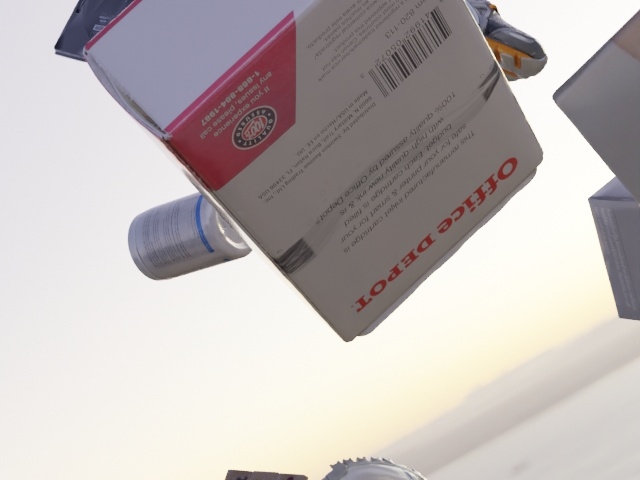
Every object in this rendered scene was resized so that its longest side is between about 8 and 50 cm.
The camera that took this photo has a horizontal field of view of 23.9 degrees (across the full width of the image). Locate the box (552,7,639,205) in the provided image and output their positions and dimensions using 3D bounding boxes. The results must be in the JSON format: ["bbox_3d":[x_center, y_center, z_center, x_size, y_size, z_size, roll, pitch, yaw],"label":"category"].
[{"bbox_3d":[0.276,-0.137,0.779,0.148,0.121,0.311,-33,-9,-41],"label":"box"}]

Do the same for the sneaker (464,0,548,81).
[{"bbox_3d":[0.109,-0.211,1.354,0.083,0.215,0.084,-61,-10,-14],"label":"sneaker"}]

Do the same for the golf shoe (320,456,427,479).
[{"bbox_3d":[0.072,0.193,0.915,0.069,0.176,0.086,-54,24,-1],"label":"golf shoe"}]

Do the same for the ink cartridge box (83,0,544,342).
[{"bbox_3d":[0.007,-0.087,1.021,0.207,0.117,0.283,-43,-39,-3],"label":"ink cartridge box"}]

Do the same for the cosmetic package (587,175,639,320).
[{"bbox_3d":[0.348,-0.034,1.318,0.238,0.127,0.107,-31,25,-34],"label":"cosmetic package"}]

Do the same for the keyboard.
[{"bbox_3d":[-0.200,-0.214,1.503,0.192,0.038,0.100,22,83,57],"label":"keyboard"}]

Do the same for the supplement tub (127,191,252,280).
[{"bbox_3d":[-0.116,-0.007,1.380,0.107,0.071,0.071,-15,2,36],"label":"supplement tub"}]

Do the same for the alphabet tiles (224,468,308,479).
[{"bbox_3d":[-0.090,0.351,1.566,0.198,0.237,0.009,-4,-32,43],"label":"alphabet tiles"}]
